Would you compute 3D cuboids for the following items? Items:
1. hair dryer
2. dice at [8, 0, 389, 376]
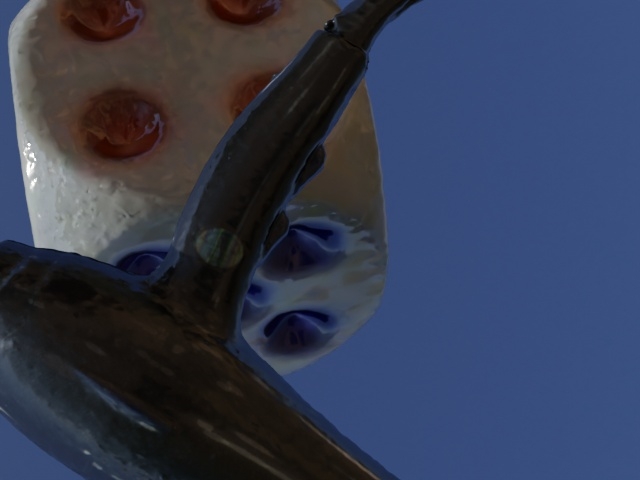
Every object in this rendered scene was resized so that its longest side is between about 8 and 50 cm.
[{"bbox_3d":[0.000,0.000,0.429,0.195,0.075,0.219,29,-92,1],"label":"hair dryer"},{"bbox_3d":[-0.095,-0.053,0.962,0.251,0.243,0.259,-9,-127,-10],"label":"dice"}]
